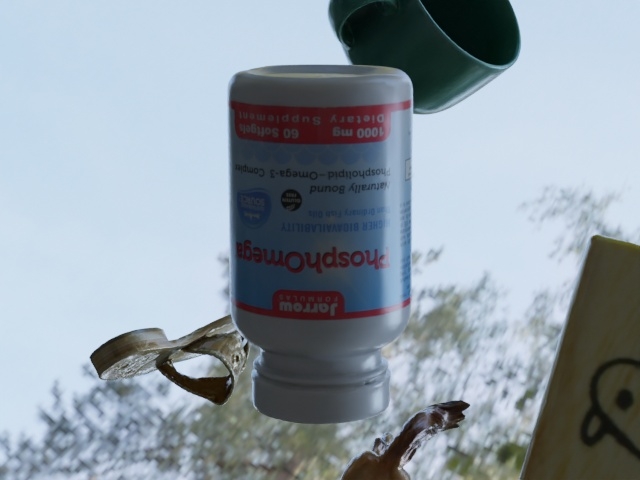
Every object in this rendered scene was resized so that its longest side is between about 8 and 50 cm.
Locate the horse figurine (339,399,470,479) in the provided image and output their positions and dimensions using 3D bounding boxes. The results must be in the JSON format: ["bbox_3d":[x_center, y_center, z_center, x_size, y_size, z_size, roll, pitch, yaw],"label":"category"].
[{"bbox_3d":[0.032,0.233,1.190,0.066,0.174,0.263,22,-92,10],"label":"horse figurine"}]

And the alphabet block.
[{"bbox_3d":[0.251,0.119,1.055,0.192,0.193,0.197,15,-90,15],"label":"alphabet block"}]

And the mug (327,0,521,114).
[{"bbox_3d":[0.065,-0.169,1.206,0.157,0.129,0.097,34,-49,-26],"label":"mug"}]

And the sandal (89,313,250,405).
[{"bbox_3d":[-0.119,0.127,1.534,0.088,0.240,0.079,-39,-109,32],"label":"sandal"}]

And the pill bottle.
[{"bbox_3d":[0.000,0.000,0.740,0.087,0.087,0.160,3,-79,18],"label":"pill bottle"}]
